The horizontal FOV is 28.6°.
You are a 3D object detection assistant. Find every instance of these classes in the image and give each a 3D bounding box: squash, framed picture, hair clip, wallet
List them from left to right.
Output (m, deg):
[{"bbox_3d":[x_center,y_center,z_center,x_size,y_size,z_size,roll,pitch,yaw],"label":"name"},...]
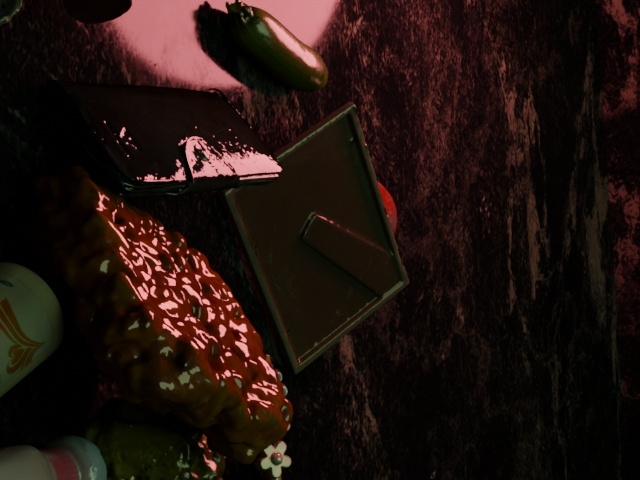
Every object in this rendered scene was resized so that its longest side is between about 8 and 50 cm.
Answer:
[{"bbox_3d":[-0.176,-0.123,1.482,0.045,0.172,0.318,-49,159,24],"label":"wallet"},{"bbox_3d":[-0.071,0.270,1.784,0.062,0.056,0.214,-5,98,-28],"label":"hair clip"},{"bbox_3d":[-0.055,-0.263,1.760,0.258,0.069,0.069,28,68,-58],"label":"squash"},{"bbox_3d":[0.000,0.000,1.822,0.247,0.022,0.335,-37,128,-24],"label":"framed picture"}]

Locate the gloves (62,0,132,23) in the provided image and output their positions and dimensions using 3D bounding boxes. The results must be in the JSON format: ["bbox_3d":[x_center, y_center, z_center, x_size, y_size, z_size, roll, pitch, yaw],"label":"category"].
[{"bbox_3d":[-0.264,-0.362,1.338,0.145,0.126,0.241,8,56,-56],"label":"gloves"}]

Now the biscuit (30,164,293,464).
[{"bbox_3d":[-0.174,0.085,1.376,0.312,0.110,0.318,42,15,-53],"label":"biscuit"}]

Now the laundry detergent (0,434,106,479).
[{"bbox_3d":[-0.340,0.250,1.196,0.335,0.159,0.088,-1,69,-59],"label":"laundry detergent"}]

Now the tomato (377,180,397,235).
[{"bbox_3d":[0.066,-0.040,1.959,0.173,0.099,0.189,-44,128,-49],"label":"tomato"}]

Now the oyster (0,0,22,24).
[{"bbox_3d":[-0.352,-0.254,1.274,0.100,0.037,0.098,13,61,-40],"label":"oyster"}]

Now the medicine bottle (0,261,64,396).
[{"bbox_3d":[-0.360,0.122,1.193,0.252,0.114,0.114,-45,130,-50],"label":"medicine bottle"}]

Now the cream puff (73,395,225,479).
[{"bbox_3d":[-0.201,0.296,1.447,0.244,0.196,0.244,-4,90,-89],"label":"cream puff"}]
